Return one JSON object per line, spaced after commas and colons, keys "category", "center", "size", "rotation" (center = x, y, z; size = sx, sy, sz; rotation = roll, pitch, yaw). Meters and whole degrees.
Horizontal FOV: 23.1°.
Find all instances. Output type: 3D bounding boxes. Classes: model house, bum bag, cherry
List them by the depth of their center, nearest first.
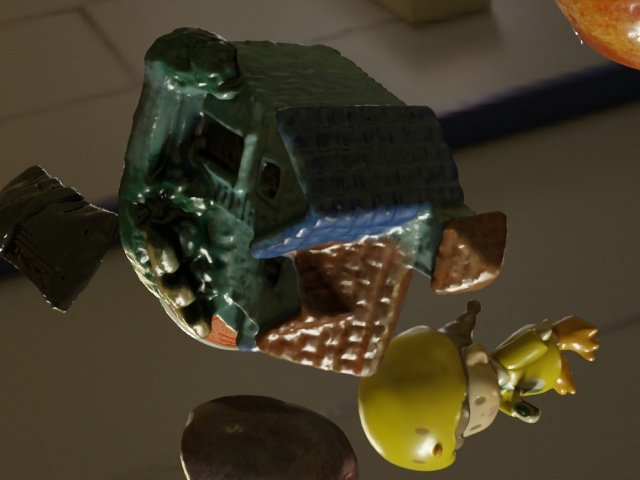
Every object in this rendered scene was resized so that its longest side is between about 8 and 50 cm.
{"category": "model house", "center": [0.000, 0.000, 1.447], "size": [0.252, 0.295, 0.329], "rotation": [-5, -148, -42]}
{"category": "bum bag", "center": [-0.300, -0.007, 1.715], "size": [0.123, 0.060, 0.248], "rotation": [-47, -135, -10]}
{"category": "cherry", "center": [-0.054, 0.285, 1.914], "size": [0.266, 0.213, 0.183], "rotation": [35, -95, 17]}

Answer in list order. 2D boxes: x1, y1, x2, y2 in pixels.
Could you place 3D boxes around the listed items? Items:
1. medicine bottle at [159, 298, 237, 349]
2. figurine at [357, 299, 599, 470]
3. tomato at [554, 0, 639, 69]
{"category": "medicine bottle", "center": [-0.090, 0.017, 2.210], "size": [0.252, 0.252, 0.241], "rotation": [-21, 177, -26]}
{"category": "figurine", "center": [0.214, 0.202, 2.187], "size": [0.344, 0.215, 0.187], "rotation": [-13, -143, -27]}
{"category": "tomato", "center": [0.217, -0.225, 1.139], "size": [0.095, 0.236, 0.237], "rotation": [-13, -160, 29]}
